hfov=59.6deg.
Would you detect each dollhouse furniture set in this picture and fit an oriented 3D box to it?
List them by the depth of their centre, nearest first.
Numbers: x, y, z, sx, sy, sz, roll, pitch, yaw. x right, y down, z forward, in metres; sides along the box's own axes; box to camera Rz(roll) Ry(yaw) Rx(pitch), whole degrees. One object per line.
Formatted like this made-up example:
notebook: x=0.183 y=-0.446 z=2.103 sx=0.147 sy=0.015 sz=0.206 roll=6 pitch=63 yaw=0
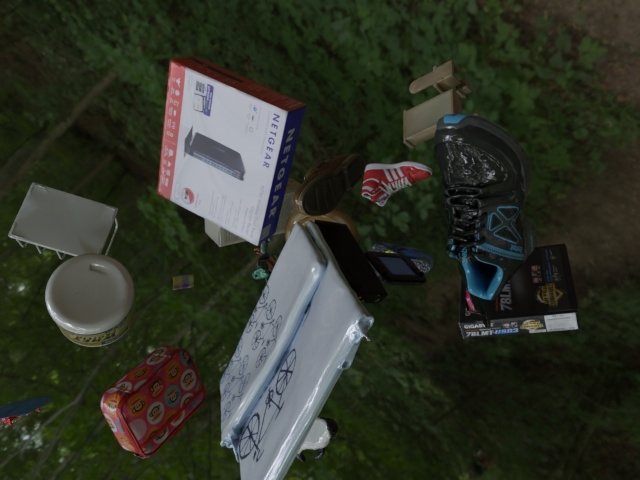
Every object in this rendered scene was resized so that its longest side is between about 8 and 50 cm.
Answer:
dollhouse furniture set: x=0.425 y=-0.312 z=1.713 sx=0.355 sy=0.174 sz=0.303 roll=27 pitch=-123 yaw=-40

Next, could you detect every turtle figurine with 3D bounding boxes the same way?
turtle figurine: x=-0.164 y=0.085 z=1.905 sx=0.175 sy=0.118 sz=0.234 roll=45 pitch=-154 yaw=-16

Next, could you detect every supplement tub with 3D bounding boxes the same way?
supplement tub: x=-0.662 y=0.186 z=1.640 sx=0.228 sy=0.228 sz=0.316 roll=56 pitch=155 yaw=8

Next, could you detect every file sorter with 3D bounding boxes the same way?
file sorter: x=-0.845 y=-0.036 z=1.873 sx=0.278 sy=0.193 sz=0.173 roll=18 pitch=158 yaw=-11

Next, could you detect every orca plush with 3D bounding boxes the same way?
orca plush: x=0.000 y=0.692 z=1.954 sx=0.102 sy=0.287 sz=0.151 roll=1 pitch=-139 yaw=-32

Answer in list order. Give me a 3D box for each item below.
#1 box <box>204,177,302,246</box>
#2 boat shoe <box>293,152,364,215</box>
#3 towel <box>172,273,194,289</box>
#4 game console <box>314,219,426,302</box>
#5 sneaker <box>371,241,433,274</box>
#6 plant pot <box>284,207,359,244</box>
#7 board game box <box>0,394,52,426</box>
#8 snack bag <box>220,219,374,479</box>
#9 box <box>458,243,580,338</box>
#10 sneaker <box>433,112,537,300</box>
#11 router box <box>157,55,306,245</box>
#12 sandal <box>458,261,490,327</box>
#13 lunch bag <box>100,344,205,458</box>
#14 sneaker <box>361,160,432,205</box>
box: x=-0.200 y=-0.093 z=1.758 sx=0.121 sy=0.311 sz=0.148 roll=36 pitch=130 yaw=49
boat shoe: x=0.007 y=-0.156 z=1.570 sx=0.307 sy=0.104 sz=0.110 roll=-37 pitch=-51 yaw=-46
towel: x=-0.528 y=0.159 z=2.151 sx=0.009 sy=0.083 sz=0.060 roll=84 pitch=176 yaw=-56
game console: x=0.131 y=0.053 z=1.361 sx=0.361 sy=0.044 sz=0.213 roll=6 pitch=-133 yaw=-49
sneaker: x=0.272 y=0.049 z=1.855 sx=0.209 sy=0.069 sz=0.082 roll=19 pitch=-148 yaw=12
plant pot: x=0.000 y=0.000 z=1.697 sx=0.236 sy=0.236 sz=0.032 roll=52 pitch=-151 yaw=-13
board game box: x=-0.791 y=0.454 z=1.467 sx=0.133 sy=0.169 sz=0.033 roll=-128 pitch=27 yaw=-85
snack bag: x=-0.059 y=0.160 z=0.765 sx=0.037 sy=0.323 sz=0.342 roll=23 pitch=-166 yaw=-20
box: x=0.534 y=0.134 z=1.530 sx=0.295 sy=0.293 sz=0.073 roll=-67 pitch=-37 yaw=-52
sneaker: x=0.250 y=-0.041 z=0.859 sx=0.125 sy=0.139 sz=0.341 roll=12 pitch=148 yaw=43
router box: x=-0.213 y=-0.201 z=1.259 sx=0.301 sy=0.335 sz=0.082 roll=26 pitch=-147 yaw=17
sandal: x=0.367 y=0.136 z=1.371 sx=0.067 sy=0.040 sz=0.179 roll=78 pitch=172 yaw=-63
lunch bag: x=-0.486 y=0.488 z=1.672 sx=0.293 sy=0.120 sz=0.258 roll=-43 pitch=-54 yaw=-46
sneaker: x=0.119 y=-0.090 z=0.894 sx=0.042 sy=0.118 sz=0.067 roll=39 pitch=-119 yaw=-48
